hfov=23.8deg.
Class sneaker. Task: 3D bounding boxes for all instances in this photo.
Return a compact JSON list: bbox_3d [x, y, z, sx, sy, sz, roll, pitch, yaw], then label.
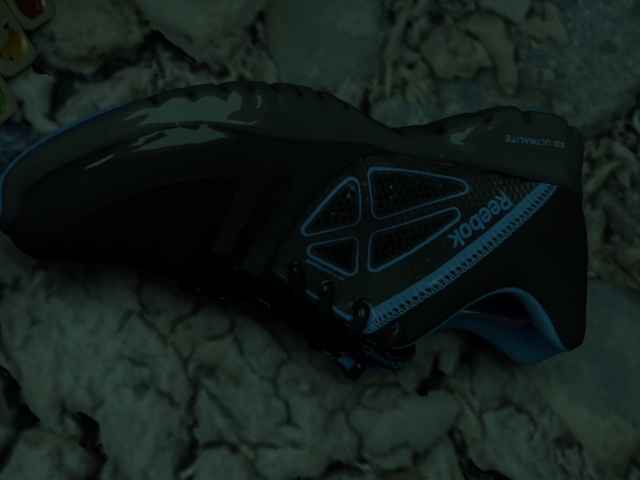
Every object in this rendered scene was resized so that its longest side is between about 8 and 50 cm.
[{"bbox_3d":[0.000,0.000,0.800,0.340,0.125,0.140,0,75,-21],"label":"sneaker"}]

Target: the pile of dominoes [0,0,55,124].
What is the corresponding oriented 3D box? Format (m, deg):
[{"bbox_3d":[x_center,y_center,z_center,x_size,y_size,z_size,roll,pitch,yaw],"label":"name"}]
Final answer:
[{"bbox_3d":[-0.226,-0.101,0.747,0.196,0.040,0.251,38,56,-33],"label":"pile of dominoes"}]
